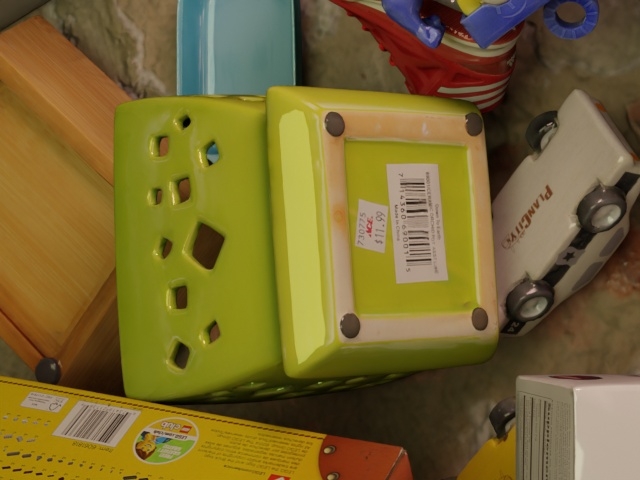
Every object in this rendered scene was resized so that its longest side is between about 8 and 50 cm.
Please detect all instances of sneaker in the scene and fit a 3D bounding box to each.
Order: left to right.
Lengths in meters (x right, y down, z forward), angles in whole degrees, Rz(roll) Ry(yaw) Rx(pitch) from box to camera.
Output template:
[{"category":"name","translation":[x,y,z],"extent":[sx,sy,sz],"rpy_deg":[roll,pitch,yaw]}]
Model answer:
[{"category":"sneaker","translation":[0.048,-0.161,1.260],"extent":[0.221,0.087,0.128],"rpy_deg":[34,148,24]}]

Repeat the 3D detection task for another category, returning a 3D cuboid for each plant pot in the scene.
[{"category":"plant pot","translation":[0.000,0.000,1.201],"extent":[0.207,0.227,0.228],"rpy_deg":[-9,83,49]}]

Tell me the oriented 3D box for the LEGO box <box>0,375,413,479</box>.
[{"category":"LEGO box","translation":[-0.158,0.308,1.231],"extent":[0.500,0.193,0.372],"rpy_deg":[6,129,29]}]

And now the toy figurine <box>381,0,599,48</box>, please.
[{"category":"toy figurine","translation":[0.138,-0.243,1.111],"extent":[0.362,0.191,0.217],"rpy_deg":[-34,103,29]}]

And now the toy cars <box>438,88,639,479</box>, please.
[{"category":"toy cars","translation":[0.167,0.089,1.218],"extent":[0.176,0.087,0.393],"rpy_deg":[7,89,56]}]

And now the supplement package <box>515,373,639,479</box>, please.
[{"category":"supplement package","translation":[0.268,0.187,1.061],"extent":[0.262,0.145,0.204],"rpy_deg":[0,89,-8]}]

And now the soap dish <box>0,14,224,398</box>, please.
[{"category":"soap dish","translation":[-0.225,-0.021,1.418],"extent":[0.291,0.118,0.229],"rpy_deg":[43,108,22]}]

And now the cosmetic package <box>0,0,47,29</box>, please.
[{"category":"cosmetic package","translation":[-0.285,-0.358,1.476],"extent":[0.377,0.097,0.284],"rpy_deg":[-27,79,25]}]

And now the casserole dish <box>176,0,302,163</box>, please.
[{"category":"casserole dish","translation":[-0.063,-0.150,1.380],"extent":[0.114,0.037,0.188],"rpy_deg":[-2,87,29]}]
